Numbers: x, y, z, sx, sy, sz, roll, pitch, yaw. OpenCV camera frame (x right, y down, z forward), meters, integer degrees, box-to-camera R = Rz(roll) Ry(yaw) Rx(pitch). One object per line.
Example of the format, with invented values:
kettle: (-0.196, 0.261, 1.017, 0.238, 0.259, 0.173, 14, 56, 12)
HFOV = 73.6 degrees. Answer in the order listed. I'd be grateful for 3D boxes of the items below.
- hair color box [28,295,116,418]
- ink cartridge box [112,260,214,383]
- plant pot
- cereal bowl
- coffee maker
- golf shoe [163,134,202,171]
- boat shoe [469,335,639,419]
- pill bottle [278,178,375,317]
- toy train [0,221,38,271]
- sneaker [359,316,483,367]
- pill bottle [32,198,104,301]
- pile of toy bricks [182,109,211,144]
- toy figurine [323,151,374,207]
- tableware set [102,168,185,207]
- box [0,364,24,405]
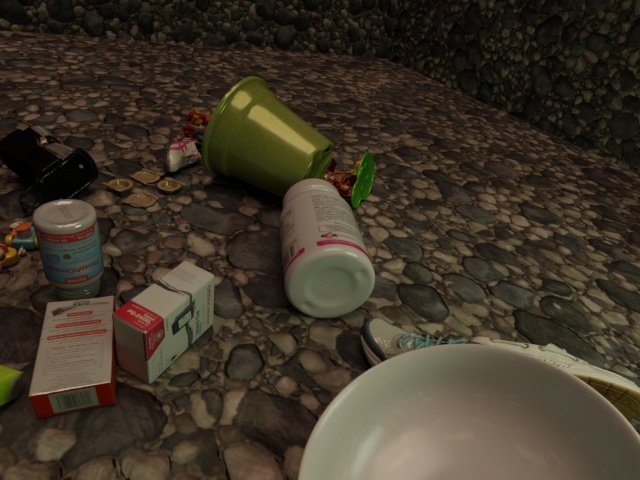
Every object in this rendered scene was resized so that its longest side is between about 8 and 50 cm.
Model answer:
hair color box: (-0.341, 0.156, 0.605, 0.093, 0.053, 0.167, -4, 38, -21)
ink cartridge box: (-0.228, 0.118, 0.644, 0.063, 0.109, 0.150, 22, 35, 16)
plant pot: (-0.114, -0.229, 1.092, 0.253, 0.276, 0.276, 32, 37, 8)
cereal bowl: (0.153, 0.275, 0.451, 0.338, 0.141, 0.339, -16, 24, 7)
coffee maker: (-0.618, -0.164, 0.935, 0.178, 0.120, 0.171, 27, 37, 23)
golf shoe: (-0.371, -0.237, 1.165, 0.085, 0.068, 0.186, 9, 33, -6)
boat shoe: (0.382, 0.213, 0.703, 0.277, 0.098, 0.096, 15, 34, 7)
pill bottle: (0.000, 0.000, 0.844, 0.160, 0.160, 0.283, 4, 35, -12)
toy train: (-0.587, 0.001, 0.766, 0.125, 0.046, 0.166, 21, 35, 14)
sneaker: (0.193, 0.187, 0.661, 0.283, 0.122, 0.110, 30, 37, 25)
pill bottle: (-0.400, 0.021, 0.689, 0.087, 0.160, 0.087, 8, 34, -5)
pile of toy bricks: (-0.300, -0.304, 1.277, 0.212, 0.118, 0.105, 2, 60, -43)
toy figurine: (0.047, -0.172, 1.190, 0.159, 0.130, 0.173, 11, 56, 23)
tableware set: (-0.426, -0.132, 1.036, 0.141, 0.020, 0.168, 23, 35, 17)
box: (-0.481, 0.167, 0.515, 0.178, 0.042, 0.109, 15, 3, 5)
